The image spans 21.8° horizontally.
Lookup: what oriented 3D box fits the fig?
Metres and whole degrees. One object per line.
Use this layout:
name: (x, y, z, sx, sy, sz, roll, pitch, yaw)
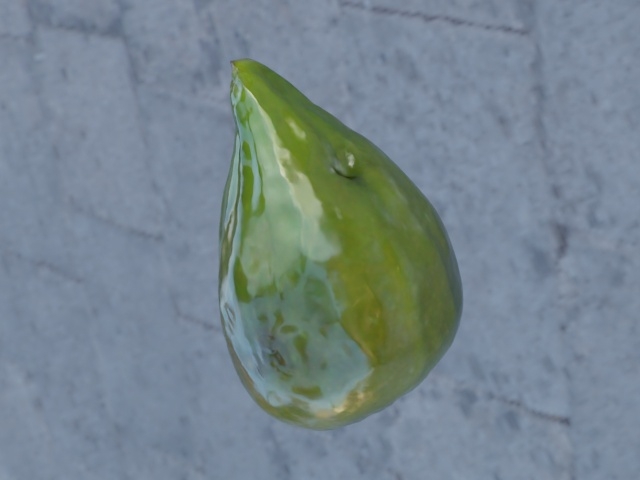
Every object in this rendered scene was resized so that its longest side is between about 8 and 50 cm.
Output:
fig: (0.014, 0.008, 1.056, 0.167, 0.167, 0.233, 31, 123, 47)
